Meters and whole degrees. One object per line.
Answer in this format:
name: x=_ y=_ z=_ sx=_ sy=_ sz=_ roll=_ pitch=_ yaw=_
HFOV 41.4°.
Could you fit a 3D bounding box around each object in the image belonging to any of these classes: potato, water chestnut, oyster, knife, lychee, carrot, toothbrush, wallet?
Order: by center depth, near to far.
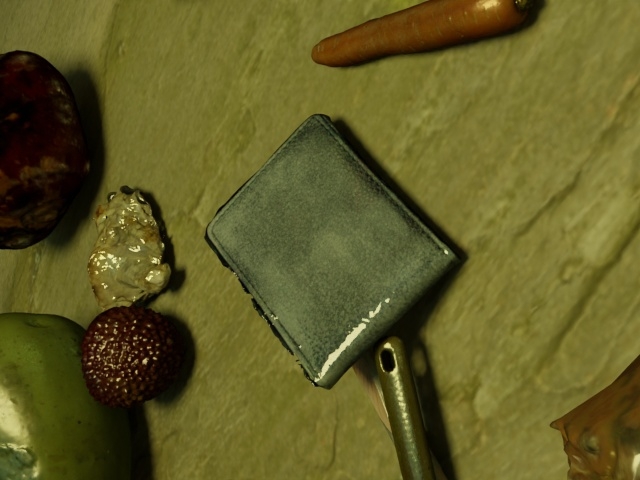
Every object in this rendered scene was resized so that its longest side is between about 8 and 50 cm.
knife: x=0.097 y=0.240 z=0.663 sx=0.061 sy=0.027 sz=0.343 roll=-19 pitch=76 yaw=33
carrot: x=0.072 y=-0.176 z=0.712 sx=0.247 sy=0.043 sz=0.043 roll=-1 pitch=90 yaw=51
toothbrush: x=0.047 y=0.123 z=0.748 sx=0.028 sy=0.037 sz=0.375 roll=-52 pitch=56 yaw=39
wallet: x=0.001 y=0.001 z=0.753 sx=0.167 sy=0.036 sz=0.222 roll=-46 pitch=55 yaw=7
lychee: x=-0.221 y=0.134 z=0.990 sx=0.129 sy=0.123 sz=0.124 roll=-10 pitch=83 yaw=45
oyster: x=-0.242 y=0.013 z=1.045 sx=0.191 sy=0.081 sz=0.164 roll=7 pitch=91 yaw=45
potato: x=-0.342 y=0.227 z=1.054 sx=0.216 sy=0.215 sz=0.304 roll=-51 pitch=61 yaw=36
water chestnut: x=-0.449 y=-0.130 z=1.160 sx=0.289 sy=0.289 sz=0.244 roll=-34 pitch=34 yaw=44

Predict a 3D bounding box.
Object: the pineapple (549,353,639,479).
pineapple: x=0.277 y=0.181 z=0.391 sx=0.202 sy=0.202 sz=0.362 roll=-45 pitch=73 yaw=39
